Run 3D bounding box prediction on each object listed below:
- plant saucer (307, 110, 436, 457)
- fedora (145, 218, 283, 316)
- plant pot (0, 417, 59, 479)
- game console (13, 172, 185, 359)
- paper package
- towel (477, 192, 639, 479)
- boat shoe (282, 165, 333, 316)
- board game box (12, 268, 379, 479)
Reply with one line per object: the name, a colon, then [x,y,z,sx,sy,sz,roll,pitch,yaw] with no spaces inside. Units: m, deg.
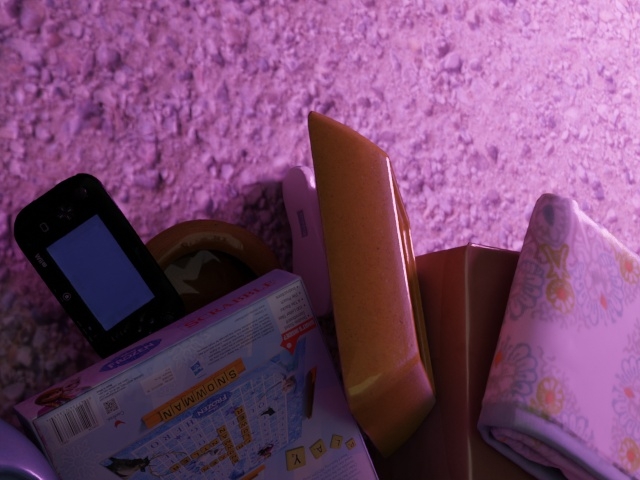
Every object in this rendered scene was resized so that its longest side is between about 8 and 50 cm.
plant saucer: [0.067,0.054,1.731,0.333,0.081,0.333,60,21,-70]
fedora: [-0.132,0.064,1.690,0.194,0.079,0.194,-4,100,-23]
plant pot: [-0.339,0.273,1.396,0.290,0.195,0.290,11,73,-40]
game console: [-0.197,0.103,1.599,0.213,0.044,0.361,-38,112,-14]
paper package: [0.222,0.186,1.945,0.309,0.168,0.325,11,73,-42]
towel: [0.353,0.168,1.901,0.374,0.090,0.320,36,55,-33]
boat shoe: [0.000,0.000,1.860,0.063,0.066,0.184,-2,73,-42]
board game box: [-0.110,0.240,1.600,0.319,0.066,0.318,-27,109,-21]
